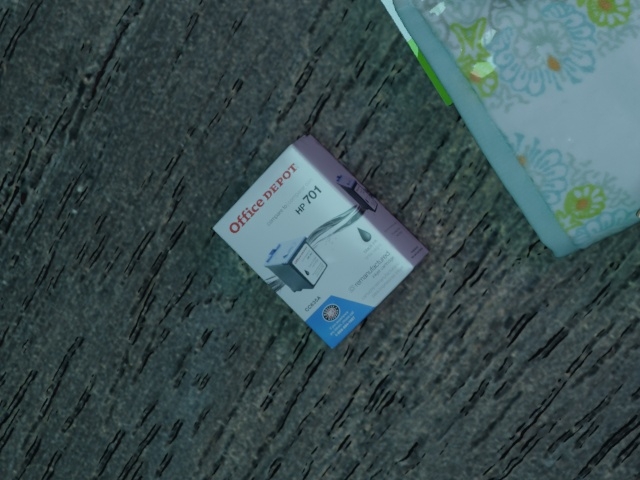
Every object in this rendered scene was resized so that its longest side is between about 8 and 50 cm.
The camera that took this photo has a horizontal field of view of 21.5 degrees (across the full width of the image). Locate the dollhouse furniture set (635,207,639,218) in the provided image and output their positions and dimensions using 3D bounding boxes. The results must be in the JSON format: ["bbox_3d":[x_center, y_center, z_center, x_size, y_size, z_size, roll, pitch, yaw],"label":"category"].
[{"bbox_3d":[0.526,-0.096,1.646,0.303,0.174,0.356,31,98,-2],"label":"dollhouse furniture set"}]

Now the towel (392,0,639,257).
[{"bbox_3d":[0.287,-0.190,1.673,0.320,0.090,0.374,-26,114,21],"label":"towel"}]

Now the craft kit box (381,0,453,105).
[{"bbox_3d":[0.171,-0.308,1.750,0.246,0.061,0.250,-32,92,23],"label":"craft kit box"}]

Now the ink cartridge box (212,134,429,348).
[{"bbox_3d":[0.000,0.000,1.853,0.190,0.082,0.139,44,110,1],"label":"ink cartridge box"}]
